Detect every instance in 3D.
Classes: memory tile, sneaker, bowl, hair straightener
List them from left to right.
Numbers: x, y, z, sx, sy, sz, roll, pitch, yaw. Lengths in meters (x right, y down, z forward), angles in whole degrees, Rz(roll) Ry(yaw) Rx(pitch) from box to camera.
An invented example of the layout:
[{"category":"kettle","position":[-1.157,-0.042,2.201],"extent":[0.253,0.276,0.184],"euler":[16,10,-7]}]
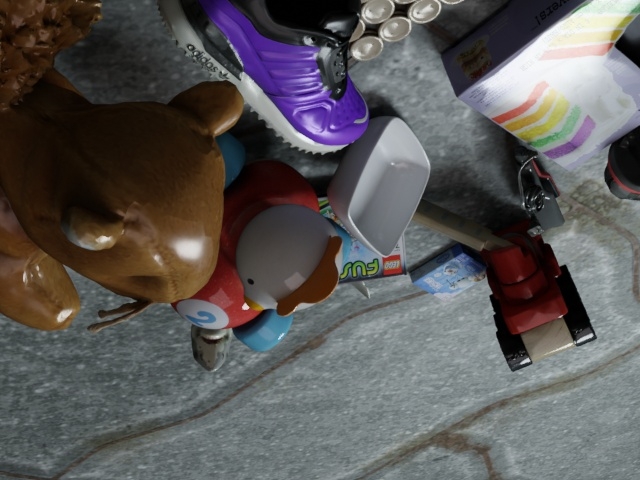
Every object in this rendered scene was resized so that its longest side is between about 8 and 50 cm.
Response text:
[{"category":"sneaker","position":[-0.011,-0.185,1.048],"extent":[0.146,0.102,0.293],"euler":[-24,147,27]},{"category":"bowl","position":[0.063,-0.067,1.262],"extent":[0.053,0.142,0.142],"euler":[19,164,33]},{"category":"memory tile","position":[0.071,-0.246,1.089],"extent":[0.148,0.012,0.113],"euler":[-29,144,22]},{"category":"hair straightener","position":[0.273,-0.053,1.339],"extent":[0.047,0.089,0.230],"euler":[-10,161,13]},{"category":"sneaker","position":[0.471,-0.124,1.350],"extent":[0.276,0.097,0.135],"euler":[-24,167,-9]}]

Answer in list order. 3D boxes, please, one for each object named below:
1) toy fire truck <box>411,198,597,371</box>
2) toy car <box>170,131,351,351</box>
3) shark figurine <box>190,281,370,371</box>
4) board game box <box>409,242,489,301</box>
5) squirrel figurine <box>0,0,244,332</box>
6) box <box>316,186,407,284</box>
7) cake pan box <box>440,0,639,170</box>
[{"category":"toy fire truck","position":[0.236,0.026,1.429],"extent":[0.159,0.217,0.246],"euler":[-23,104,12]},{"category":"toy car","position":[-0.060,0.027,1.158],"extent":[0.219,0.238,0.210],"euler":[40,88,-30]},{"category":"shark figurine","position":[-0.079,0.074,1.411],"extent":[0.278,0.166,0.116],"euler":[-28,143,-30]},{"category":"board game box","position":[0.189,0.047,1.550],"extent":[0.090,0.020,0.090],"euler":[-33,142,25]},{"category":"squirrel figurine","position":[-0.252,-0.098,0.855],"extent":[0.281,0.371,0.396],"euler":[-42,131,-34]},{"category":"box","position":[0.000,0.000,1.334],"extent":[0.207,0.114,0.036],"euler":[-8,-171,-11]},{"category":"cake pan box","position":[0.310,-0.208,1.188],"extent":[0.267,0.070,0.246],"euler":[-35,144,27]}]
